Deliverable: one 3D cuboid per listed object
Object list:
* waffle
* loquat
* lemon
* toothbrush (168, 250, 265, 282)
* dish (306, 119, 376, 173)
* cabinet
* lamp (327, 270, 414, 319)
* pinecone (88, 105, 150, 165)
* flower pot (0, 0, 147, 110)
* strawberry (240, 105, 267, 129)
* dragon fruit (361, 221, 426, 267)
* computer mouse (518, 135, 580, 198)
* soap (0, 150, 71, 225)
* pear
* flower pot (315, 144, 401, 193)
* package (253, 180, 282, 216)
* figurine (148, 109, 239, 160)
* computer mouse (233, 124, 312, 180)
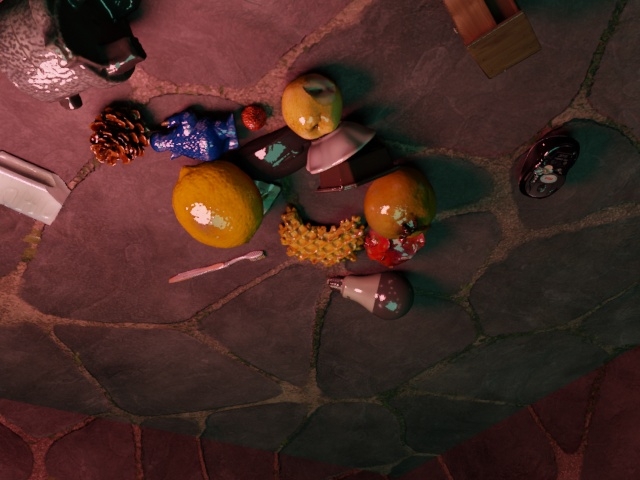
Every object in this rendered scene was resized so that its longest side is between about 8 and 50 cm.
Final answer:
[{"bbox_3d":[0.000,0.000,2.082,0.293,0.069,0.260,7,140,2],"label":"waffle"},{"bbox_3d":[0.246,-0.107,1.893,0.244,0.244,0.244,-3,139,-3],"label":"loquat"},{"bbox_3d":[-0.293,-0.106,1.784,0.267,0.267,0.267,-3,139,-3],"label":"lemon"},{"bbox_3d":[-0.374,0.096,2.206,0.375,0.028,0.037,-16,145,10],"label":"toothbrush"},{"bbox_3d":[0.037,-0.278,1.720,0.229,0.229,0.081,-25,110,20],"label":"dish"},{"bbox_3d":[0.391,-0.513,1.439,0.148,0.175,0.215,-28,162,23],"label":"cabinet"},{"bbox_3d":[0.193,0.200,2.311,0.314,0.182,0.182,4,142,20],"label":"lamp"},{"bbox_3d":[-0.547,-0.275,1.668,0.173,0.173,0.173,-3,139,-3],"label":"pinecone"},{"bbox_3d":[-0.548,-0.450,1.367,0.283,0.299,0.299,-18,137,19],"label":"flower pot"},{"bbox_3d":[-0.186,-0.332,1.707,0.073,0.083,0.073,2,134,2],"label":"strawberry"},{"bbox_3d":[0.229,0.000,2.093,0.161,0.126,0.274,29,127,-34],"label":"dragon fruit"},{"bbox_3d":[0.699,-0.234,1.910,0.137,0.096,0.233,6,133,-20],"label":"computer mouse"},{"bbox_3d":[-0.861,-0.147,1.829,0.230,0.091,0.145,26,130,-30],"label":"soap"},{"bbox_3d":[-0.021,-0.352,1.639,0.178,0.178,0.178,-3,139,-3],"label":"pear"},{"bbox_3d":[0.101,-0.212,1.786,0.251,0.084,0.179,-24,-165,-36],"label":"flower pot"},{"bbox_3d":[-0.237,-0.117,1.974,0.166,0.040,0.232,19,134,-28],"label":"package"},{"bbox_3d":[-0.351,-0.278,1.717,0.262,0.121,0.164,-13,142,11],"label":"figurine"},{"bbox_3d":[-0.131,-0.244,1.809,0.269,0.086,0.137,-21,137,15],"label":"computer mouse"}]
